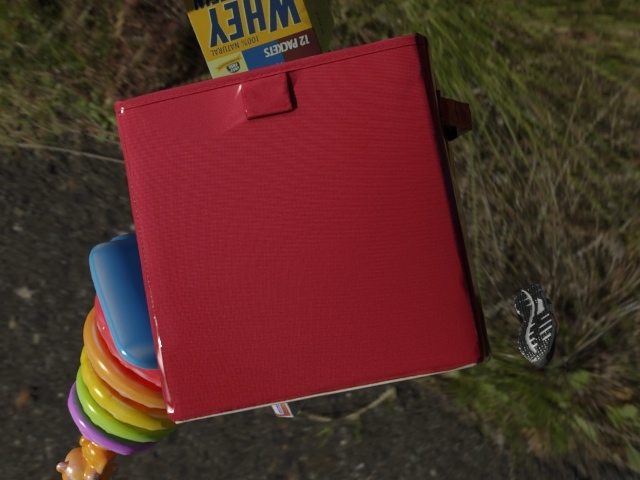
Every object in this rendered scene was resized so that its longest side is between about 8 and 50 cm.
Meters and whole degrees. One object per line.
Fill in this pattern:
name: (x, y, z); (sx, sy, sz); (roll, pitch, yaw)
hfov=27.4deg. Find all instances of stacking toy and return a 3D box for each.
stacking toy: (-0.187, 0.152, 1.313); (0.302, 0.175, 0.166); (-58, 41, 32)

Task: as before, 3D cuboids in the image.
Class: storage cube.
storage cube: (0.000, 0.000, 0.825); (0.215, 0.183, 0.193); (-11, 84, 7)

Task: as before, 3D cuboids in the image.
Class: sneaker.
sneaker: (0.214, 0.086, 1.253); (0.040, 0.109, 0.044); (-32, 115, 24)

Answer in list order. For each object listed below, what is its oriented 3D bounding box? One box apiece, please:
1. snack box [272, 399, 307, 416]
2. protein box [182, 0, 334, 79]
snack box: (0.004, 0.066, 1.092); (0.022, 0.178, 0.064); (-5, 120, 39)
protein box: (-0.082, -0.310, 1.583); (0.136, 0.201, 0.200); (-17, 111, 10)
